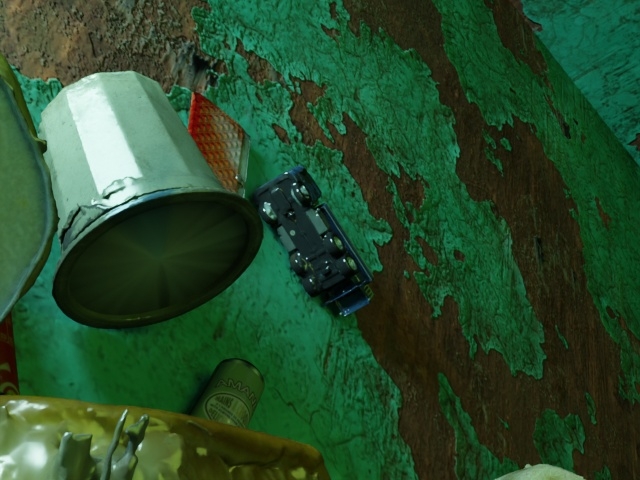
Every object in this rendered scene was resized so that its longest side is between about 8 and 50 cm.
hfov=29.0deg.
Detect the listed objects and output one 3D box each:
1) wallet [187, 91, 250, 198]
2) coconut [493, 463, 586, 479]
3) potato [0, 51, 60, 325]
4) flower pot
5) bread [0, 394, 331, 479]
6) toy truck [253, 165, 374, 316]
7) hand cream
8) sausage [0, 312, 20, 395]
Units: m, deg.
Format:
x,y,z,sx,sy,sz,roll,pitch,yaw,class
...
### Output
x,y,z,sx,sy,sz,roll,pitch,yaw,class
-0.129,-0.093,1.528,0.103,0.020,0.196,40,34,-32,wallet
0.289,0.378,1.602,0.194,0.194,0.194,38,36,-34,coconut
-0.336,-0.043,0.983,0.196,0.247,0.299,-156,-120,-77,potato
-0.192,-0.045,1.240,0.212,0.212,0.202,20,33,-50,flower pot
-0.147,0.220,1.011,0.389,0.236,0.183,32,44,-49,bread
0.000,0.000,1.594,0.201,0.074,0.088,57,24,-5,toy truck
-0.113,0.206,1.257,0.086,0.055,0.235,47,38,-17,hand cream
-0.309,0.035,1.077,0.083,0.083,0.263,23,45,-48,sausage
